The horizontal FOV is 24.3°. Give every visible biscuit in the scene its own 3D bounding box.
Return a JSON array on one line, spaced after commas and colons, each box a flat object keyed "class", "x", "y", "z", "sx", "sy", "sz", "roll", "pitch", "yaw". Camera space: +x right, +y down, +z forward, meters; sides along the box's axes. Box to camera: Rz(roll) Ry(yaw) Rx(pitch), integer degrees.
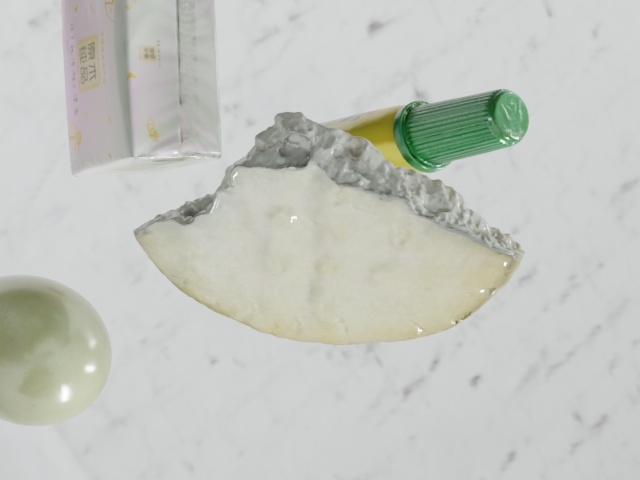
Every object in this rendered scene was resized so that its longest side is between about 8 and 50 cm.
[{"class": "biscuit", "x": 0.000, "y": 0.000, "z": 0.975, "sx": 0.265, "sy": 0.188, "sz": 0.040, "roll": -1, "pitch": -139, "yaw": 19}]

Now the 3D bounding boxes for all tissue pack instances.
[{"class": "tissue pack", "x": -0.202, "y": -0.191, "z": 1.635, "sx": 0.124, "sy": 0.225, "sz": 0.185, "roll": -1, "pitch": 177, "yaw": -33}]

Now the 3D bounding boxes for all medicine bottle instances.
[{"class": "medicine bottle", "x": 0.083, "y": -0.098, "z": 1.485, "sx": 0.111, "sy": 0.076, "sz": 0.309, "roll": -5, "pitch": 179, "yaw": -39}]

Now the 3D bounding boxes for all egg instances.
[{"class": "egg", "x": -0.381, "y": 0.137, "z": 1.901, "sx": 0.254, "sy": 0.188, "sz": 0.188, "roll": 14, "pitch": -132, "yaw": 37}]
